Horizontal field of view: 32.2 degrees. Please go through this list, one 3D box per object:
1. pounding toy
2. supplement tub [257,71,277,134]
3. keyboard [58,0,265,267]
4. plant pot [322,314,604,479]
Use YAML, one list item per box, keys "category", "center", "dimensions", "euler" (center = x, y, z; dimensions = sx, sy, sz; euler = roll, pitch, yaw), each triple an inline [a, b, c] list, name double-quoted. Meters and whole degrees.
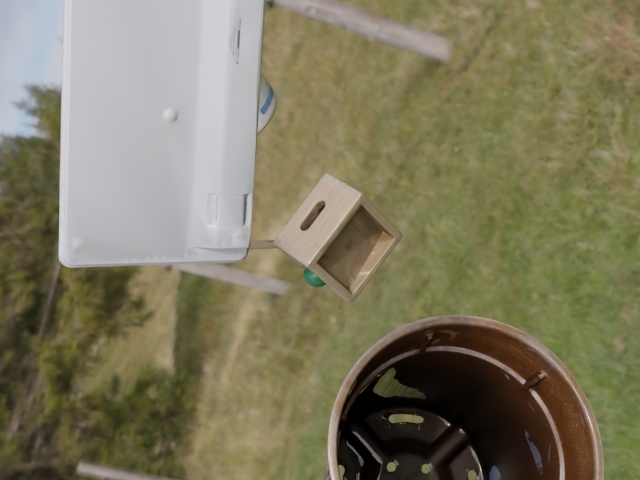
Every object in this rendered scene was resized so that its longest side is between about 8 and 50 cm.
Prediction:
- category: "pounding toy"
  center: [0.000, 0.000, 1.373]
  dimensions: [0.100, 0.130, 0.141]
  euler: [33, 84, 43]
- category: "supplement tub"
  center: [-0.086, -0.127, 0.844]
  dimensions: [0.107, 0.071, 0.071]
  euler: [54, -156, -38]
- category: "keyboard"
  center: [-0.051, -0.116, 0.381]
  dimensions: [0.014, 0.072, 0.256]
  euler: [-145, 58, -67]
- category: "plant pot"
  center: [0.073, 0.151, 0.722]
  dimensions: [0.165, 0.166, 0.167]
  euler: [116, 165, -68]
